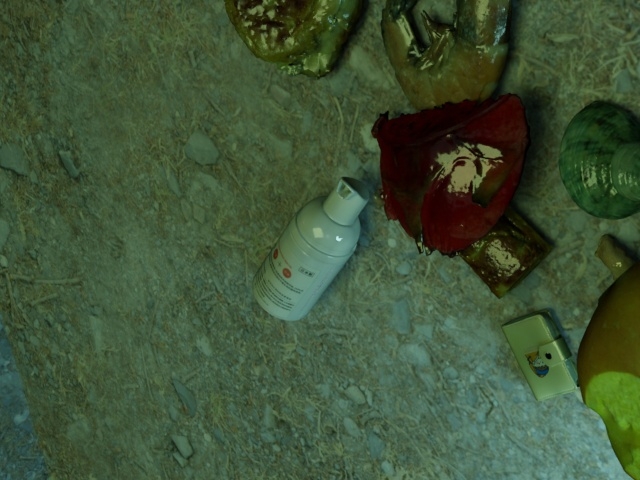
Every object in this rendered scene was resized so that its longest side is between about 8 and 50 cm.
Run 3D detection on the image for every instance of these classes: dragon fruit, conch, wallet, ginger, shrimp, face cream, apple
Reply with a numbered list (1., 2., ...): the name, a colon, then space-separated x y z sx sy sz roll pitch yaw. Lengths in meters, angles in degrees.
1. dragon fruit: 0.208 -0.107 1.814 0.343 0.100 0.282 -6 92 46
2. conch: 0.467 -0.123 1.678 0.188 0.122 0.176 27 99 25
3. wallet: 0.408 0.208 1.916 0.110 0.039 0.155 -27 89 47
4. ginger: 0.534 0.123 1.752 0.089 0.075 0.288 -27 86 2
5. shrimp: 0.227 -0.418 1.798 0.272 0.085 0.445 36 132 31
6. face cream: 0.000 0.000 2.107 0.145 0.145 0.370 49 131 14
7. apple: 0.559 0.197 1.567 0.374 0.374 0.384 43 118 19

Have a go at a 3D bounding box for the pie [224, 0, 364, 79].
1. pie: -0.059 -0.485 1.992 0.288 0.103 0.355 -36 81 37

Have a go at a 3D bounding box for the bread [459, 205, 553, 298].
1. bread: 0.308 0.002 1.873 0.172 0.103 0.132 48 131 14
